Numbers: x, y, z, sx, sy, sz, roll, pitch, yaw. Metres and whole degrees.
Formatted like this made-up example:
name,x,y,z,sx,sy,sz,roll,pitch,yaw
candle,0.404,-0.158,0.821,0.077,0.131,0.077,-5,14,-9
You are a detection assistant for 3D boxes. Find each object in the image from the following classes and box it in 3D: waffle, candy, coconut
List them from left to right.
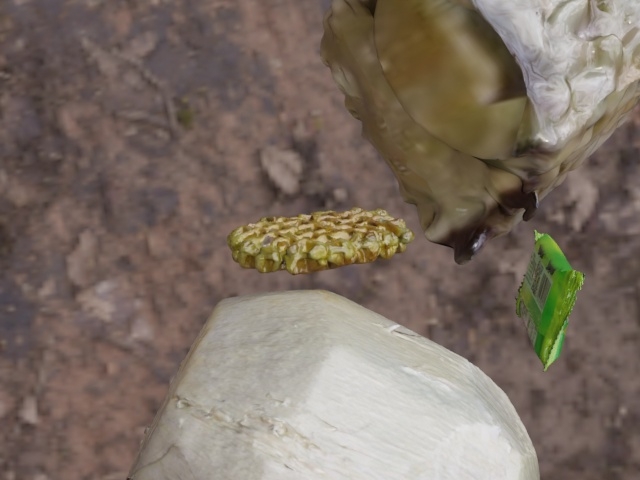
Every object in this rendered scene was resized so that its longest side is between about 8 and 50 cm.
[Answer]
name,x,y,z,sx,sy,sz,roll,pitch,yaw
waffle,-0.004,-0.001,1.672,0.191,0.191,0.038,-18,110,-48
coconut,0.017,0.228,1.391,0.360,0.346,0.346,29,59,-4
candy,0.055,-0.053,0.449,0.110,0.095,0.085,-31,89,-26
candy,0.225,0.057,1.656,0.178,0.032,0.102,-95,-163,-76
